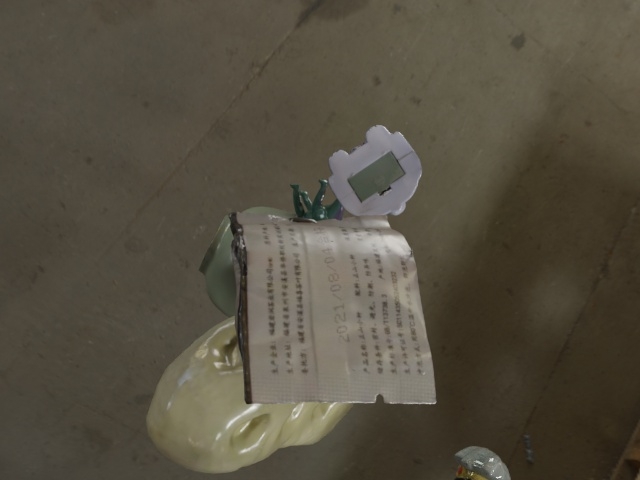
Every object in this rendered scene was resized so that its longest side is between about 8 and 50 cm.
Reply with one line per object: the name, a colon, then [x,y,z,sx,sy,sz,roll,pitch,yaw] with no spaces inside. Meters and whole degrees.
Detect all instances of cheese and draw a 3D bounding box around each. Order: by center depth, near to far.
cheese: [-0.052,0.206,0.859,0.351,0.328,0.130,-38,59,-26]

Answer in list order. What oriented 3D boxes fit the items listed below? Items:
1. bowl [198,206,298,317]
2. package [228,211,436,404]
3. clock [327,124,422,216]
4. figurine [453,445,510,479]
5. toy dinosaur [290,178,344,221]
bowl: [-0.219,0.046,1.774,0.185,0.354,0.353,26,69,-7]
package: [0.008,0.054,0.676,0.204,0.062,0.250,2,47,-16]
clock: [0.130,-0.140,1.368,0.189,0.254,0.188,1,96,11]
figurine: [0.387,0.643,1.596,0.176,0.133,0.236,51,60,-35]
toy dinosaur: [0.000,0.000,1.810,0.129,0.383,0.330,2,85,-37]
